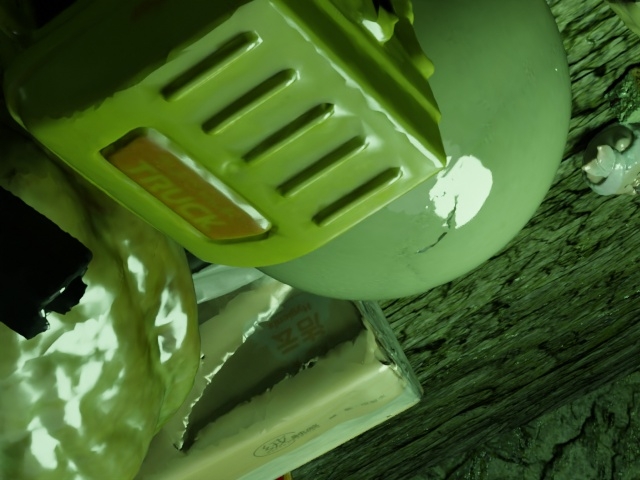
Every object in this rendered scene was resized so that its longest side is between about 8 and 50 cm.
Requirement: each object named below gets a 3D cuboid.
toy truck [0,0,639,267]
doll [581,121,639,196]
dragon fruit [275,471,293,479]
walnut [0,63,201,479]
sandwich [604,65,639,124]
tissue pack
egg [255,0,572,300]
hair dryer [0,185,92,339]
[{"bbox_3d":[0.056,-0.154,0.645,0.405,0.254,0.180,-32,135,18],"label":"toy truck"},{"bbox_3d":[0.290,-0.070,1.617,0.073,0.084,0.127,-39,168,32],"label":"doll"},{"bbox_3d":[-0.186,0.263,1.556,0.343,0.277,0.277,-19,164,0],"label":"dragon fruit"},{"bbox_3d":[-0.192,0.032,0.879,0.283,0.227,0.283,6,136,6],"label":"walnut"},{"bbox_3d":[0.300,-0.134,1.522,0.093,0.035,0.105,-28,165,-2],"label":"sandwich"},{"bbox_3d":[-0.119,0.072,1.167,0.306,0.238,0.238,-28,164,3],"label":"tissue pack"},{"bbox_3d":[0.025,-0.075,0.918,0.219,0.219,0.269,-29,169,3],"label":"egg"},{"bbox_3d":[-0.191,-0.053,0.638,0.197,0.251,0.089,-47,-170,43],"label":"hair dryer"}]
